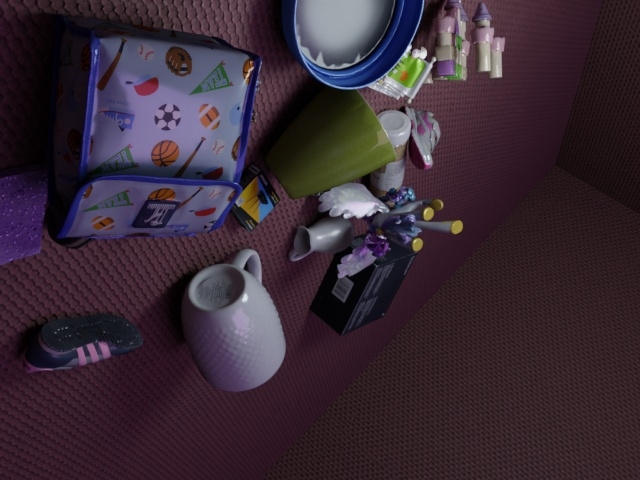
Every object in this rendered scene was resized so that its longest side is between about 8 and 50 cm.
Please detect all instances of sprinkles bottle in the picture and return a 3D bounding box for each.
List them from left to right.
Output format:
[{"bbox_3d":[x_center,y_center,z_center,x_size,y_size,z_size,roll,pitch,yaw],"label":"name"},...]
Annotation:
[{"bbox_3d":[0.227,-0.267,2.335,0.121,0.121,0.355,-39,152,-26],"label":"sprinkles bottle"}]

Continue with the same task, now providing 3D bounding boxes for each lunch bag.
[{"bbox_3d":[-0.311,-0.181,1.277,0.328,0.239,0.385,-1,116,-36],"label":"lunch bag"}]

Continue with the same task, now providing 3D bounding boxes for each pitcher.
[{"bbox_3d":[0.000,0.000,2.327,0.207,0.125,0.178,-15,158,-38],"label":"pitcher"}]

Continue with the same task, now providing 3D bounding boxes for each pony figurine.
[{"bbox_3d":[0.206,-0.052,2.216,0.351,0.364,0.302,-22,110,-35],"label":"pony figurine"}]

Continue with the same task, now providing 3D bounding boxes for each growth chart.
[{"bbox_3d":[0.194,-0.486,1.964,0.237,0.021,0.171,15,114,-17],"label":"growth chart"}]

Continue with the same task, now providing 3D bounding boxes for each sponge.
[{"bbox_3d":[-0.592,-0.046,1.351,0.117,0.031,0.210,-21,140,-47],"label":"sponge"}]

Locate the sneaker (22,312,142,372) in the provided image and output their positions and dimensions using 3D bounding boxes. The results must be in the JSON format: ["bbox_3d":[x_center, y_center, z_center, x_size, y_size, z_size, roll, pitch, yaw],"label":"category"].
[{"bbox_3d":[-0.580,0.256,1.706,0.131,0.112,0.319,-43,156,19],"label":"sneaker"}]

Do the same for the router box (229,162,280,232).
[{"bbox_3d":[-0.190,-0.114,1.921,0.133,0.046,0.179,-48,154,-9],"label":"router box"}]

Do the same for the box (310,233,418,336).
[{"bbox_3d":[0.170,0.158,2.722,0.313,0.179,0.343,-13,134,-52],"label":"box"}]

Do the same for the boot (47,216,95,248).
[{"bbox_3d":[-0.386,-0.087,1.535,0.377,0.138,0.284,-52,155,-14],"label":"boot"}]

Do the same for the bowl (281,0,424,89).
[{"bbox_3d":[0.078,-0.556,1.646,0.391,0.077,0.391,-21,128,-30],"label":"bowl"}]

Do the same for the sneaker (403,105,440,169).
[{"bbox_3d":[0.342,-0.341,2.279,0.111,0.252,0.103,-5,149,-4],"label":"sneaker"}]

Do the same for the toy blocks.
[{"bbox_3d":[0.379,-0.616,2.092,0.289,0.309,0.260,-21,109,-66],"label":"toy blocks"}]

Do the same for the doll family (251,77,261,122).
[{"bbox_3d":[-0.202,-0.307,1.629,0.111,0.076,0.193,-26,139,-36],"label":"doll family"}]

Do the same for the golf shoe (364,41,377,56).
[{"bbox_3d":[0.108,-0.577,1.795,0.120,0.105,0.272,36,90,-44],"label":"golf shoe"}]

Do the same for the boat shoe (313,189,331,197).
[{"bbox_3d":[-0.005,-0.154,2.189,0.046,0.038,0.125,-57,154,12],"label":"boat shoe"}]

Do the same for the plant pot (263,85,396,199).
[{"bbox_3d":[0.005,-0.247,1.877,0.294,0.274,0.275,-34,154,0],"label":"plant pot"}]

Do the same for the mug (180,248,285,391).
[{"bbox_3d":[-0.247,0.195,2.021,0.328,0.276,0.374,80,22,-49],"label":"mug"}]
